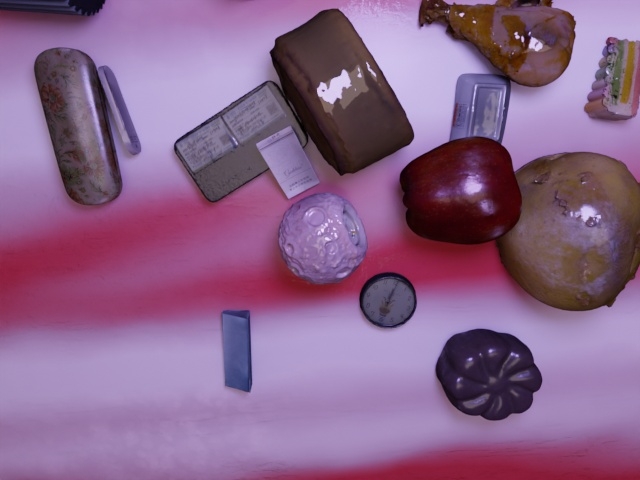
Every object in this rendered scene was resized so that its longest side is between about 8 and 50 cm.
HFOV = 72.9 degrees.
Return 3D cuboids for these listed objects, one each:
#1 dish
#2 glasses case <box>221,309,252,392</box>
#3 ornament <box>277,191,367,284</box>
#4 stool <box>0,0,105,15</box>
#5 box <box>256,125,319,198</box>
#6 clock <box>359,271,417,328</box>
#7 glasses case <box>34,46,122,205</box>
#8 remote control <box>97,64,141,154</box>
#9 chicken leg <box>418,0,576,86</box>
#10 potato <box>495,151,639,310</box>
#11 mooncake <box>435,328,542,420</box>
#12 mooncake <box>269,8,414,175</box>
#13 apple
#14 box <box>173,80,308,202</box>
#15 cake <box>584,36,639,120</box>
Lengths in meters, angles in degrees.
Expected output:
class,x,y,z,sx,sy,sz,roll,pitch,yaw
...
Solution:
class,x,y,z,sx,sy,sz,roll,pitch,yaw
dish,0.453,-0.355,1.208,0.151,0.077,0.212,3,105,-1
glasses case,-0.265,0.357,1.416,0.105,0.056,0.266,7,106,23
ornament,0.000,0.000,1.216,0.225,0.259,0.259,-21,104,24
stool,-0.734,-0.695,1.019,0.330,0.297,0.297,2,105,4
box,-0.087,-0.216,1.223,0.109,0.029,0.198,-27,132,4
clock,0.215,0.192,1.371,0.184,0.040,0.185,0,105,0
glasses case,-0.670,-0.309,1.210,0.156,0.098,0.425,-5,105,4
remote control,-0.558,-0.360,1.207,0.022,0.077,0.245,-15,104,2
chicken leg,0.467,-0.584,1.128,0.409,0.182,0.295,23,95,11
potato,0.719,-0.009,1.183,0.385,0.319,0.442,-12,107,4
mooncake,0.532,0.426,1.378,0.306,0.154,0.306,0,103,-2
mooncake,0.049,-0.379,1.129,0.246,0.393,0.394,-32,62,8
apple,0.379,-0.131,1.171,0.316,0.288,0.288,-6,105,11
box,-0.226,-0.279,1.241,0.350,0.058,0.211,-30,101,8
cake,0.819,-0.443,1.205,0.109,0.090,0.225,11,86,-1
